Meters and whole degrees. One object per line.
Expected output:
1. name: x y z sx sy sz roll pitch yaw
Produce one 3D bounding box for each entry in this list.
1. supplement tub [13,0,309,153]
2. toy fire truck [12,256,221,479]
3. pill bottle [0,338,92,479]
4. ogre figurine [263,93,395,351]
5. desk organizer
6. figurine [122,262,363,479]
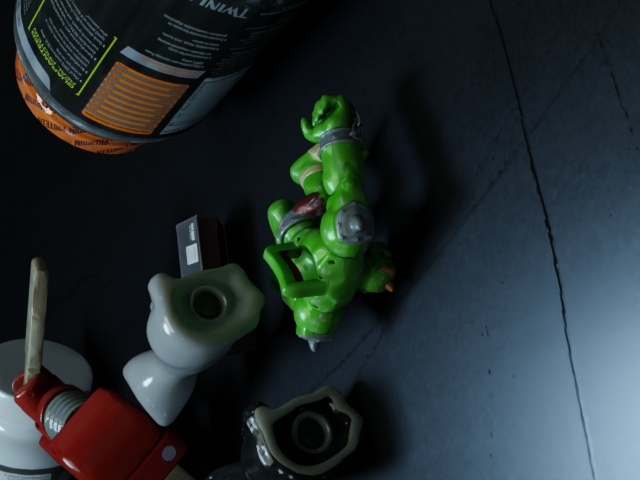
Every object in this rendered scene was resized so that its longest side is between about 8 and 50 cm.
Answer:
1. supplement tub: -0.136 -0.217 0.998 0.338 0.207 0.207 -36 61 53
2. toy fire truck: -0.233 0.160 1.158 0.158 0.246 0.217 -49 28 -17
3. pill bottle: -0.366 0.271 1.442 0.162 0.162 0.278 48 131 46
4. ogre figurine: 0.000 0.000 0.898 0.197 0.097 0.118 -51 37 32
5. desk organizer: -0.097 0.044 1.098 0.047 0.050 0.130 -21 74 57
6. figurine: -0.087 0.146 1.007 0.215 0.092 0.209 51 144 12
